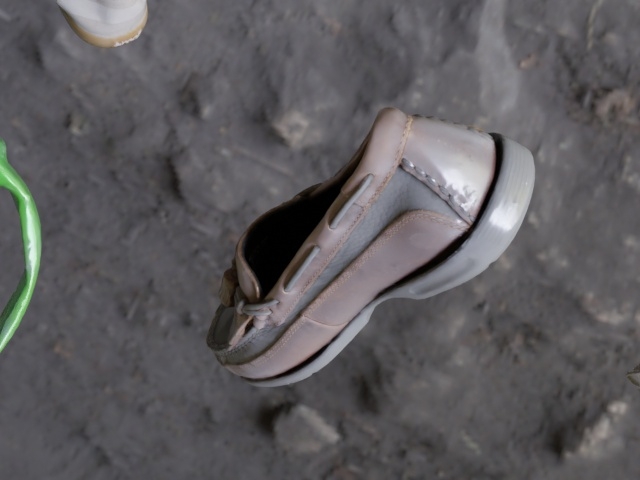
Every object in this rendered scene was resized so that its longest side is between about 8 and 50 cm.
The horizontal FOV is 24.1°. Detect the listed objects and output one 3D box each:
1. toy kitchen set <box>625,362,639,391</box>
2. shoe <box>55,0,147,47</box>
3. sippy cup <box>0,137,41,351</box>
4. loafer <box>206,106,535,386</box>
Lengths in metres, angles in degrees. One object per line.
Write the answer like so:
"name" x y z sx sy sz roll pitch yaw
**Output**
"toy kitchen set" 0.200 0.048 0.735 0.083 0.075 0.068 47 148 -18
"shoe" -0.181 -0.220 0.965 0.219 0.076 0.058 50 163 16
"sippy cup" -0.351 -0.014 0.948 0.305 0.224 0.240 27 -178 22
"loafer" 0.000 0.000 0.360 0.039 0.045 0.125 27 148 -20
